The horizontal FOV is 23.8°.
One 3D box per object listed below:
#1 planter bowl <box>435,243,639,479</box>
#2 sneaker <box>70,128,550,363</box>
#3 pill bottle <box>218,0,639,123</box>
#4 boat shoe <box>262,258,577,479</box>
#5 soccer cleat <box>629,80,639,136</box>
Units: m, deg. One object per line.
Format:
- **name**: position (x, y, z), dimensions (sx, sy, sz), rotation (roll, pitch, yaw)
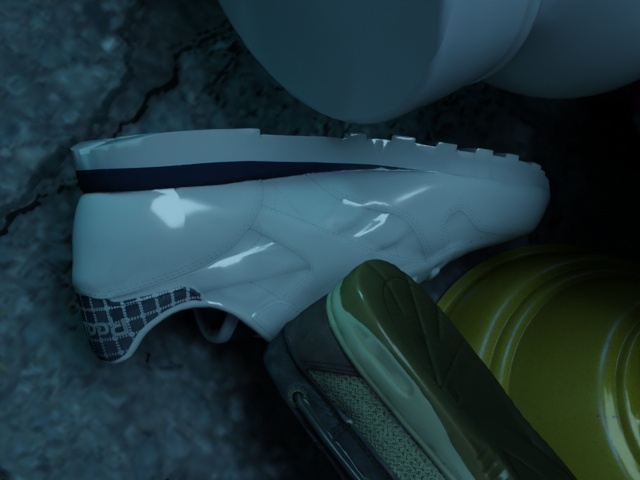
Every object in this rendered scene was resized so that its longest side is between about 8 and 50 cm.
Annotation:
- **planter bowl**: position (0.153, 0.089, 0.701), dimensions (0.217, 0.090, 0.217), rotation (11, 65, -25)
- **sneaker**: position (0.000, 0.000, 0.670), dimensions (0.235, 0.090, 0.095), rotation (-2, 89, -29)
- **pill bottle**: position (0.150, -0.201, 0.685), dimensions (0.407, 0.229, 0.229), rotation (-26, 83, -29)
- **boat shoe**: position (0.060, 0.113, 0.621), dimensions (0.223, 0.073, 0.080), rotation (55, 28, -4)
- **soccer cleat**: position (0.213, -0.030, 0.727), dimensions (0.143, 0.116, 0.331), rotation (69, 22, -9)
